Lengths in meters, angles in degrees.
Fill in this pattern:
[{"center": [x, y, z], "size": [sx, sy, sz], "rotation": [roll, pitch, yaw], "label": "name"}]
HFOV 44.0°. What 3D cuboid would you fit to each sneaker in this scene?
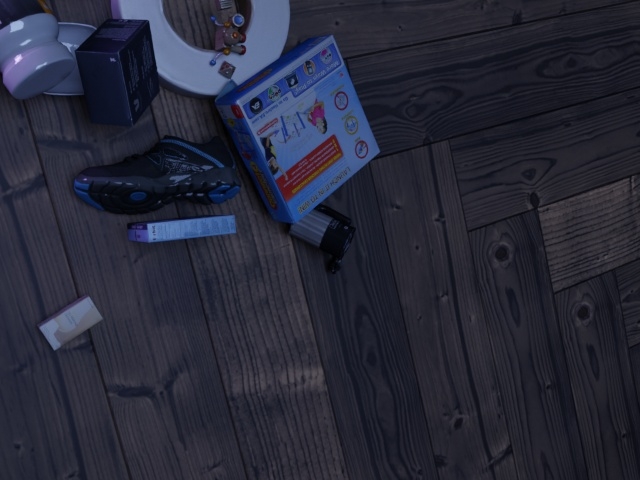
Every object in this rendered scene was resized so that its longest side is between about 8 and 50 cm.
[{"center": [-0.343, -0.142, 1.659], "size": [0.340, 0.125, 0.140], "rotation": [-5, 66, -25], "label": "sneaker"}]

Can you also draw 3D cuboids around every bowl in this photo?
[{"center": [-0.508, -0.358, 1.580], "size": [0.141, 0.053, 0.142], "rotation": [-6, 95, -28], "label": "bowl"}]

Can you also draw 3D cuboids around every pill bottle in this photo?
[{"center": [-0.579, -0.409, 1.444], "size": [0.162, 0.162, 0.279], "rotation": [-35, 92, -22], "label": "pill bottle"}]

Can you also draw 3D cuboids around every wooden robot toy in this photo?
[{"center": [-0.182, -0.430, 1.656], "size": [0.076, 0.079, 0.174], "rotation": [0, 92, -28], "label": "wooden robot toy"}]

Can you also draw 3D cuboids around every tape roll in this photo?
[{"center": [-0.251, -0.503, 1.702], "size": [0.391, 0.072, 0.393], "rotation": [-1, 93, -27], "label": "tape roll"}]

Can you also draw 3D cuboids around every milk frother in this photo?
[{"center": [0.000, 0.000, 1.841], "size": [0.134, 0.129, 0.143], "rotation": [26, 111, 8], "label": "milk frother"}]

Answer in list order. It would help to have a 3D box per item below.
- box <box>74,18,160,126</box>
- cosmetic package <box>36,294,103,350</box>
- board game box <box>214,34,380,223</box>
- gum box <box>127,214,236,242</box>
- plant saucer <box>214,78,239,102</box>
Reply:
[{"center": [-0.391, -0.330, 1.547], "size": [0.093, 0.158, 0.156], "rotation": [5, 128, 9], "label": "box"}, {"center": [-0.506, 0.165, 1.604], "size": [0.115, 0.041, 0.060], "rotation": [-36, 107, -22], "label": "cosmetic package"}, {"center": [-0.041, -0.248, 1.758], "size": [0.308, 0.086, 0.302], "rotation": [-41, 120, -30], "label": "board game box"}, {"center": [-0.290, -0.026, 1.647], "size": [0.184, 0.157, 0.041], "rotation": [-6, 95, -28], "label": "gum box"}, {"center": [-0.155, -0.261, 1.727], "size": [0.192, 0.018, 0.067], "rotation": [47, 66, -35], "label": "plant saucer"}]
